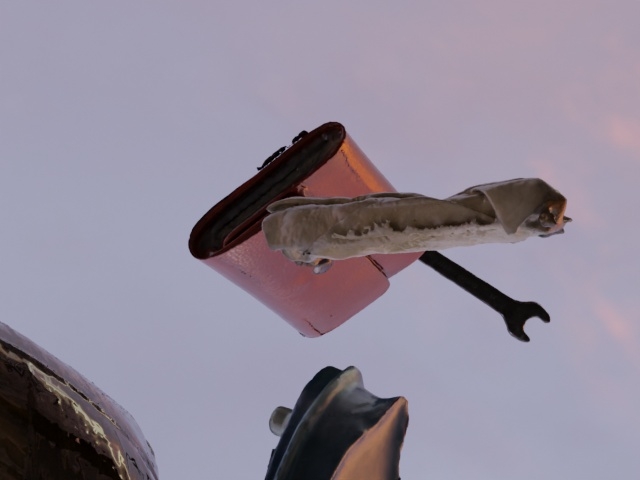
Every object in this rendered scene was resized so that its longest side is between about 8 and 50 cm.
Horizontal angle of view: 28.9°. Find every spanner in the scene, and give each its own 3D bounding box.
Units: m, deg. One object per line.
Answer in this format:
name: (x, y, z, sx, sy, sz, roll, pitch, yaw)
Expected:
spanner: (0.164, 0.041, 1.517, 0.254, 0.015, 0.054, 33, -85, 4)

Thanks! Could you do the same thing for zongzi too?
zongzi: (-0.241, 0.210, 0.903, 0.403, 0.208, 0.432, 46, 180, -41)

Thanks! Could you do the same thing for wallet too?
wallet: (0.000, 0.000, 0.963, 0.142, 0.204, 0.045, -38, -121, 5)

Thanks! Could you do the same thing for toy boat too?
toy boat: (-0.020, 0.177, 0.756, 0.109, 0.098, 0.238, 54, -131, -39)

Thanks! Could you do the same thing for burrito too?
burrito: (0.049, -0.012, 0.691, 0.045, 0.185, 0.041, 31, -120, -56)
